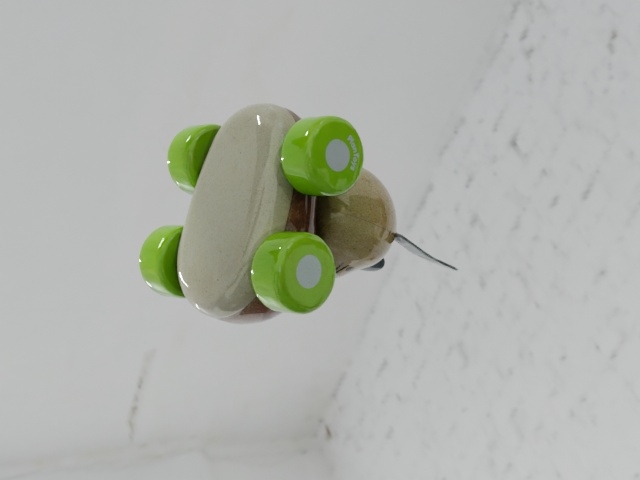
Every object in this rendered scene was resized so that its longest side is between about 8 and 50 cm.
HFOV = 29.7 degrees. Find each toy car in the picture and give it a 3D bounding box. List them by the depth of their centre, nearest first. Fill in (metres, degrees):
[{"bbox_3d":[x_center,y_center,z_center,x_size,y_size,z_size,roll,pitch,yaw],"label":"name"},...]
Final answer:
[{"bbox_3d":[0.000,0.000,0.846,0.188,0.155,0.149,22,-102,-40],"label":"toy car"}]
